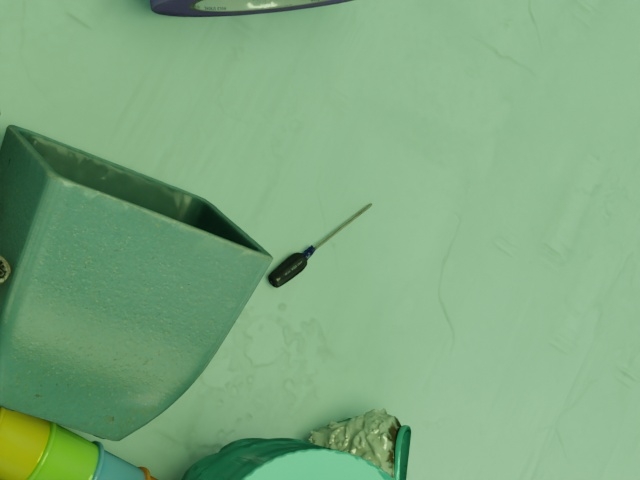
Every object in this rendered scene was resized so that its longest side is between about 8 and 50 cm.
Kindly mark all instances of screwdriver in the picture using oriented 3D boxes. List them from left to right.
[{"bbox_3d":[0.000,0.000,1.971,0.025,0.024,0.170,41,62,10],"label":"screwdriver"}]

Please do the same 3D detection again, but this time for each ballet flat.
[{"bbox_3d":[0.039,0.400,1.927,0.147,0.147,0.408,4,81,-27],"label":"ballet flat"}]

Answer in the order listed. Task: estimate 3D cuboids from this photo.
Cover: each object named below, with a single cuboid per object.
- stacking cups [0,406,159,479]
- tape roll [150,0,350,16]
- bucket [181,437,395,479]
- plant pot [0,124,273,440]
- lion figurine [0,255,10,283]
[{"bbox_3d":[-0.236,0.274,1.800,0.316,0.096,0.096,33,74,-23],"label":"stacking cups"},{"bbox_3d":[-0.052,-0.306,1.807,0.275,0.275,0.090,-7,90,-27],"label":"tape roll"},{"bbox_3d":[-0.026,0.336,1.736,0.281,0.183,0.281,2,83,-14],"label":"bucket"},{"bbox_3d":[-0.238,0.058,1.730,0.247,0.248,0.252,21,98,-25],"label":"plant pot"},{"bbox_3d":[-0.410,-0.030,1.680,0.142,0.240,0.392,9,69,-27],"label":"lion figurine"}]
